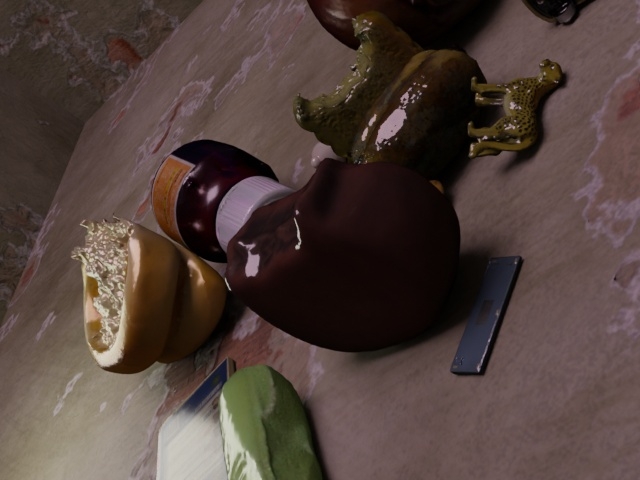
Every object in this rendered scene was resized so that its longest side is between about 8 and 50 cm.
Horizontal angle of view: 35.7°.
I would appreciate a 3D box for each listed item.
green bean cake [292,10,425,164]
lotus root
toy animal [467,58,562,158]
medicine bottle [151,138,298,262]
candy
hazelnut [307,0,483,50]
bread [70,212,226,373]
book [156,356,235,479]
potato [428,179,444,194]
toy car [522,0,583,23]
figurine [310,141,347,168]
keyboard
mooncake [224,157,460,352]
[{"bbox_3d":[0.091,-0.255,1.738,0.236,0.233,0.124,-49,20,12],"label":"green bean cake"},{"bbox_3d":[0.162,-0.184,1.608,0.275,0.160,0.152,-53,38,-1],"label":"lotus root"},{"bbox_3d":[0.290,-0.186,1.479,0.136,0.073,0.181,-2,48,18],"label":"toy animal"},{"bbox_3d":[-0.172,-0.063,1.952,0.242,0.242,0.395,-57,29,-4],"label":"medicine bottle"},{"bbox_3d":[-0.080,0.325,1.448,0.142,0.132,0.343,-34,29,7],"label":"candy"},{"bbox_3d":[0.155,-0.544,1.853,0.359,0.359,0.409,-18,48,53],"label":"hazelnut"},{"bbox_3d":[-0.366,0.098,2.048,0.424,0.245,0.329,-15,90,63],"label":"bread"},{"bbox_3d":[-0.222,0.379,1.764,0.228,0.018,0.322,-46,27,22],"label":"book"},{"bbox_3d":[0.162,-0.056,1.565,0.068,0.062,0.083,44,125,36],"label":"potato"},{"bbox_3d":[0.426,-0.452,1.535,0.256,0.101,0.124,-32,30,38],"label":"toy car"},{"bbox_3d":[0.046,-0.200,1.897,0.146,0.081,0.098,-50,-2,35],"label":"figurine"},{"bbox_3d":[0.222,0.099,1.326,0.055,0.014,0.176,-12,49,55],"label":"keyboard"},{"bbox_3d":[0.030,0.019,1.425,0.326,0.333,0.174,90,-164,-55],"label":"mooncake"}]
